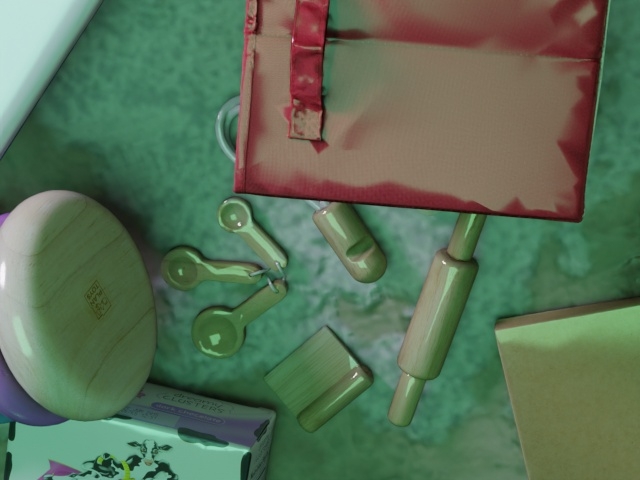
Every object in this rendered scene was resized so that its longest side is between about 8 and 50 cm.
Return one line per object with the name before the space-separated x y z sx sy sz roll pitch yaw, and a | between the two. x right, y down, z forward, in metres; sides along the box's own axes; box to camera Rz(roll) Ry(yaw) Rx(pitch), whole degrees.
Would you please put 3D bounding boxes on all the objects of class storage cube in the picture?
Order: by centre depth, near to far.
storage cube | 0.057 -0.128 1.116 0.193 0.215 0.183 5 106 1

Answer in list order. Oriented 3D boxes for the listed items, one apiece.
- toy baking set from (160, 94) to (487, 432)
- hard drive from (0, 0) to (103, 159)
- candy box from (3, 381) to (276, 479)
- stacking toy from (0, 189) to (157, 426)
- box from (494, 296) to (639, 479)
toy baking set | 0.006 0.004 1.259 0.197 0.030 0.256 23 110 1
hard drive | -0.207 -0.221 1.176 0.210 0.040 0.318 34 97 -3
candy box | -0.128 0.194 1.315 0.165 0.070 0.196 12 109 10
stacking toy | -0.271 0.072 1.250 0.330 0.141 0.141 -15 106 29
box | 0.227 0.111 1.266 0.201 0.021 0.164 -11 106 12
